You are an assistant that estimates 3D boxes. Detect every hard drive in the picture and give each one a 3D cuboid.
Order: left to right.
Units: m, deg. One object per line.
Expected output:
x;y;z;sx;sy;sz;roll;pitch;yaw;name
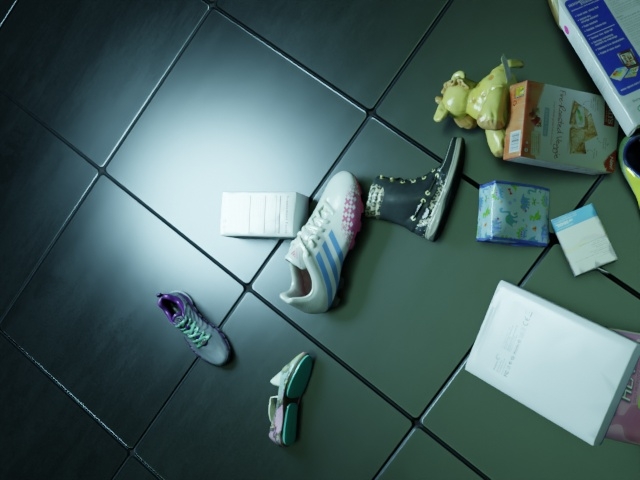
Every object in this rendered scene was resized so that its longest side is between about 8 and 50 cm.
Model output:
0.454;0.235;1.593;0.319;0.040;0.210;28;101;45;hard drive

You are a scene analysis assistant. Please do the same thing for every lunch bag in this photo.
0.413;-0.055;1.689;0.151;0.096;0.128;4;87;-13;lunch bag

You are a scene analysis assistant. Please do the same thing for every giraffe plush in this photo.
0.336;-0.289;1.702;0.171;0.181;0.210;4;119;40;giraffe plush

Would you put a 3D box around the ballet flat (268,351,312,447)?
-0.080;0.356;1.815;0.079;0.077;0.221;11;89;36;ballet flat

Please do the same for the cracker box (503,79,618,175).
0.495;-0.226;1.629;0.232;0.067;0.155;6;87;-20;cracker box

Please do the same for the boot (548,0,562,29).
0.573;-0.589;1.687;0.204;0.095;0.261;-9;79;14;boot

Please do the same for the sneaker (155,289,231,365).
-0.306;0.211;1.873;0.223;0.098;0.083;45;98;15;sneaker

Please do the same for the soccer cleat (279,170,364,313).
0.000;0.000;1.765;0.116;0.143;0.331;11;89;55;soccer cleat

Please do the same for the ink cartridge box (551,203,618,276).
0.545;0.010;1.643;0.090;0.092;0.143;-23;79;14;ink cartridge box

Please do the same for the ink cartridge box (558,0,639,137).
0.610;-0.402;1.602;0.176;0.069;0.370;-24;76;-2;ink cartridge box

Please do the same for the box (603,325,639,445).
0.639;0.291;1.580;0.243;0.117;0.213;10;89;17;box

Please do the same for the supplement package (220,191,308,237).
-0.127;-0.057;1.840;0.179;0.105;0.105;1;86;16;supplement package

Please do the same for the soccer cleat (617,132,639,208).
0.681;-0.086;1.595;0.093;0.121;0.289;-27;78;13;soccer cleat

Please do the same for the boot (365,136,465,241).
0.210;-0.132;1.758;0.179;0.085;0.236;18;91;19;boot
